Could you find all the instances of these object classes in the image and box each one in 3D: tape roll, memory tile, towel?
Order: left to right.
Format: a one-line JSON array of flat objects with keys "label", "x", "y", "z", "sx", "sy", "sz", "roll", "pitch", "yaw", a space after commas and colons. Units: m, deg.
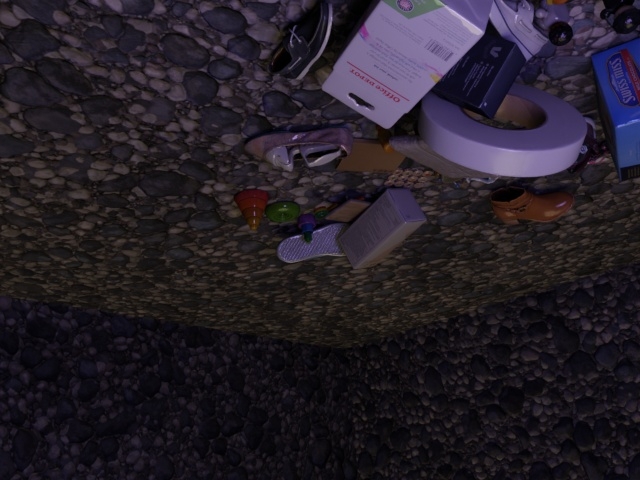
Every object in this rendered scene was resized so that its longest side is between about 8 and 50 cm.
[{"label": "memory tile", "x": 0.295, "y": -0.209, "z": 2.030, "sx": 0.148, "sy": 0.012, "sz": 0.113, "roll": 1, "pitch": 156, "yaw": -17}, {"label": "towel", "x": 0.342, "y": -0.227, "z": 1.613, "sx": 0.282, "sy": 0.049, "sz": 0.187, "roll": 18, "pitch": 171, "yaw": -39}, {"label": "tape roll", "x": 0.429, "y": -0.282, "z": 1.446, "sx": 0.392, "sy": 0.392, "sz": 0.072, "roll": -3, "pitch": 129, "yaw": -9}]

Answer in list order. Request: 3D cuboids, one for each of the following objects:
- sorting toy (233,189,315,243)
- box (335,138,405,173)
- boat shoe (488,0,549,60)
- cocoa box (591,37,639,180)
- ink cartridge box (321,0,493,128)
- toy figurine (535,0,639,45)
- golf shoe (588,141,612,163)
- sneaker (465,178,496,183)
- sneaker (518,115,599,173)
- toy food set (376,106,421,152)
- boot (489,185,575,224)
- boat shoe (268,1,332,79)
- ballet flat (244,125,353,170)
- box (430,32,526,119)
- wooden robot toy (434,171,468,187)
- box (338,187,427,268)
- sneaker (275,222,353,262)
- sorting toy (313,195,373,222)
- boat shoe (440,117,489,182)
[{"label": "sorting toy", "x": -0.147, "y": -0.063, "z": 2.117, "sx": 0.127, "sy": 0.126, "sz": 0.365, "roll": -24, "pitch": 150, "yaw": 35}, {"label": "box", "x": 0.164, "y": -0.260, "z": 1.866, "sx": 0.201, "sy": 0.021, "sz": 0.164, "roll": 1, "pitch": 156, "yaw": -17}, {"label": "boat shoe", "x": 0.422, "y": -0.487, "z": 1.315, "sx": 0.088, "sy": 0.096, "sz": 0.267, "roll": -38, "pitch": 138, "yaw": 24}, {"label": "cocoa box", "x": 0.864, "y": -0.345, "z": 1.578, "sx": 0.228, "sy": 0.231, "sz": 0.347, "roll": -16, "pitch": 155, "yaw": 23}, {"label": "ink cartridge box", "x": 0.170, "y": -0.417, "z": 1.297, "sx": 0.207, "sy": 0.119, "sz": 0.353, "roll": 29, "pitch": 146, "yaw": -14}, {"label": "toy figurine", "x": 0.547, "y": -0.507, "z": 1.225, "sx": 0.209, "sy": 0.148, "sz": 0.213, "roll": -12, "pitch": 157, "yaw": 14}, {"label": "golf shoe", "x": 0.884, "y": -0.274, "z": 1.960, "sx": 0.186, "sy": 0.067, "sz": 0.086, "roll": -8, "pitch": 158, "yaw": 2}, {"label": "sneaker", "x": 0.561, "y": -0.233, "z": 1.943, "sx": 0.229, "sy": 0.092, "sz": 0.087, "roll": -5, "pitch": 155, "yaw": -7}, {"label": "sneaker", "x": 0.693, "y": -0.266, "z": 1.808, "sx": 0.281, "sy": 0.162, "sz": 0.106, "roll": -13, "pitch": 156, "yaw": 15}, {"label": "toy food set", "x": 0.277, "y": -0.326, "z": 1.689, "sx": 0.232, "sy": 0.104, "sz": 0.111, "roll": -34, "pitch": 135, "yaw": 16}, {"label": "boot", "x": 0.768, "y": -0.151, "z": 2.201, "sx": 0.283, "sy": 0.109, "sz": 0.220, "roll": -10, "pitch": 154, "yaw": 27}, {"label": "boat shoe", "x": -0.042, "y": -0.435, "z": 1.326, "sx": 0.079, "sy": 0.084, "sz": 0.233, "roll": 5, "pitch": 157, "yaw": -26}, {"label": "ballet flat", "x": -0.061, "y": -0.256, "z": 1.711, "sx": 0.316, "sy": 0.106, "sz": 0.107, "roll": -8, "pitch": 157, "yaw": 6}, {"label": "box", "x": 0.350, "y": -0.382, "z": 1.369, "sx": 0.093, "sy": 0.158, "sz": 0.156, "roll": 17, "pitch": 105, "yaw": -55}, {"label": "wooden robot toy", "x": 0.414, "y": -0.225, "z": 1.989, "sx": 0.173, "sy": 0.076, "sz": 0.079, "roll": 13, "pitch": -175, "yaw": -39}, {"label": "box", "x": 0.215, "y": -0.040, "z": 2.149, "sx": 0.121, "sy": 0.148, "sz": 0.311, "roll": -6, "pitch": 153, "yaw": -42}, {"label": "sneaker", "x": 0.000, "y": 0.000, "z": 2.349, "sx": 0.366, "sy": 0.135, "sz": 0.150, "roll": -7, "pitch": -173, "yaw": -11}, {"label": "sorting toy", "x": 0.103, "y": -0.118, "z": 2.134, "sx": 0.132, "sy": 0.046, "sz": 0.274, "roll": -32, "pitch": 156, "yaw": 35}, {"label": "boat shoe", "x": 0.400, "y": -0.283, "z": 1.763, "sx": 0.113, "sy": 0.103, "sz": 0.302, "roll": -10, "pitch": 157, "yaw": -11}]
